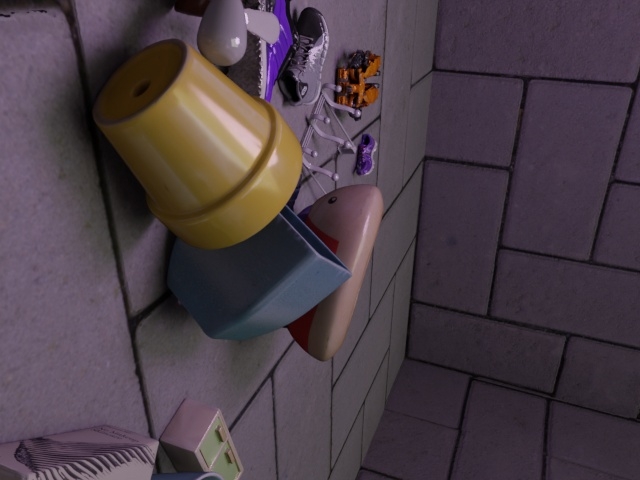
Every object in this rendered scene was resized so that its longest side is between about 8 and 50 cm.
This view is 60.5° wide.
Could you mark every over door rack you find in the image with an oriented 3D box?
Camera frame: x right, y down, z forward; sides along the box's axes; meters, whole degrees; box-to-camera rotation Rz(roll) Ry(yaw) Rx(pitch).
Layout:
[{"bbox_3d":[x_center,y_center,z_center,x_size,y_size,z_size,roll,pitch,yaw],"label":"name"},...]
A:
[{"bbox_3d":[0.044,-0.257,1.589,0.324,0.108,0.239,63,43,-61],"label":"over door rack"}]

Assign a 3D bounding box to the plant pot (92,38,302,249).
[{"bbox_3d":[-0.191,-0.152,0.817,0.239,0.254,0.254,48,53,-46],"label":"plant pot"}]

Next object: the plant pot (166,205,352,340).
[{"bbox_3d":[-0.135,0.050,1.032,0.252,0.247,0.248,-45,160,4],"label":"plant pot"}]

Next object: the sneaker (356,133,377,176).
[{"bbox_3d":[0.154,-0.307,1.969,0.071,0.068,0.169,43,50,-50],"label":"sneaker"}]

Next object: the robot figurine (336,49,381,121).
[{"bbox_3d":[0.122,-0.492,1.715,0.291,0.085,0.211,-46,142,-59],"label":"robot figurine"}]

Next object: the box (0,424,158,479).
[{"bbox_3d":[-0.357,0.333,0.772,0.275,0.113,0.094,34,67,-71],"label":"box"}]

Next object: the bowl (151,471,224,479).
[{"bbox_3d":[-0.305,0.537,0.949,0.311,0.163,0.311,11,90,-70],"label":"bowl"}]

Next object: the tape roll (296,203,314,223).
[{"bbox_3d":[0.000,0.000,1.477,0.080,0.189,0.188,-45,142,-57],"label":"tape roll"}]

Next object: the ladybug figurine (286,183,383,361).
[{"bbox_3d":[0.020,0.074,1.276,0.305,0.162,0.449,-55,161,-72],"label":"ladybug figurine"}]

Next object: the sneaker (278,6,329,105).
[{"bbox_3d":[-0.043,-0.424,1.289,0.132,0.086,0.228,-42,140,-57],"label":"sneaker"}]

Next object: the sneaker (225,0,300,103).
[{"bbox_3d":[-0.099,-0.361,1.076,0.146,0.102,0.293,-12,113,-50],"label":"sneaker"}]

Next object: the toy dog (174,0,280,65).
[{"bbox_3d":[-0.150,-0.414,0.885,0.333,0.220,0.161,-61,-173,-25],"label":"toy dog"}]

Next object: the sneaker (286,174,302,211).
[{"bbox_3d":[-0.108,-0.082,1.261,0.226,0.086,0.163,-62,167,-63],"label":"sneaker"}]

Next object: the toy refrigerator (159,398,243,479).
[{"bbox_3d":[-0.245,0.467,1.184,0.102,0.094,0.269,-60,153,-43],"label":"toy refrigerator"}]
